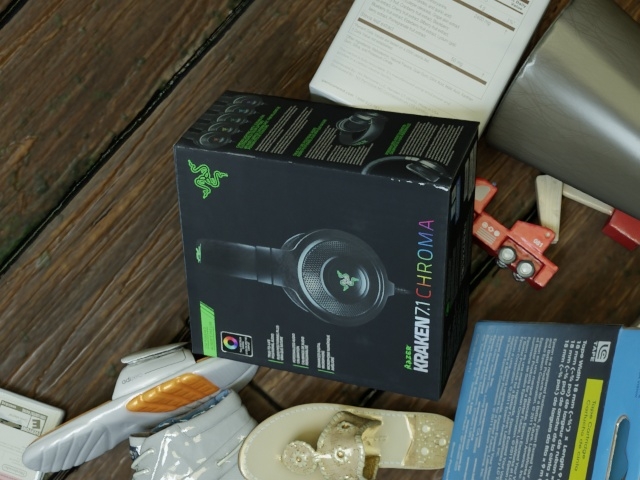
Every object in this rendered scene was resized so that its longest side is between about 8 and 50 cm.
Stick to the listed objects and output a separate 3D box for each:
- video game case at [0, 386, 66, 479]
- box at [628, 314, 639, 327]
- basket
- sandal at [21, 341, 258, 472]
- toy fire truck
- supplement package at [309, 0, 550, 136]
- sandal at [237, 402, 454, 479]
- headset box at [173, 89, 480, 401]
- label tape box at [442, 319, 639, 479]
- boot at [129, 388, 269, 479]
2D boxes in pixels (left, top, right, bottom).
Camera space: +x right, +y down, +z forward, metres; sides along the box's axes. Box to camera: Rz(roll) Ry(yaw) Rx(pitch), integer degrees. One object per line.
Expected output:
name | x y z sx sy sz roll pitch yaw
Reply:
video game case | -0.407 0.242 1.277 0.212 0.023 0.193 18 83 4
box | 0.504 0.083 1.239 0.322 0.058 0.232 -43 82 -2
basket | 0.314 -0.114 1.203 0.227 0.154 0.204 39 121 15
sandal | -0.197 0.156 1.239 0.265 0.102 0.076 -23 63 -5
toy fire truck | 0.240 -0.022 1.272 0.192 0.047 0.135 38 85 8
supplement package | 0.132 -0.228 1.239 0.175 0.177 0.293 28 84 5
sandal | 0.041 0.206 1.194 0.240 0.079 0.088 -1 82 -18
headset box | 0.000 0.000 1.155 0.283 0.131 0.246 10 124 16
label tape box | 0.239 0.202 1.092 0.106 0.333 0.241 15 83 -19
boot | -0.173 0.255 1.219 0.258 0.095 0.123 -31 99 -10
